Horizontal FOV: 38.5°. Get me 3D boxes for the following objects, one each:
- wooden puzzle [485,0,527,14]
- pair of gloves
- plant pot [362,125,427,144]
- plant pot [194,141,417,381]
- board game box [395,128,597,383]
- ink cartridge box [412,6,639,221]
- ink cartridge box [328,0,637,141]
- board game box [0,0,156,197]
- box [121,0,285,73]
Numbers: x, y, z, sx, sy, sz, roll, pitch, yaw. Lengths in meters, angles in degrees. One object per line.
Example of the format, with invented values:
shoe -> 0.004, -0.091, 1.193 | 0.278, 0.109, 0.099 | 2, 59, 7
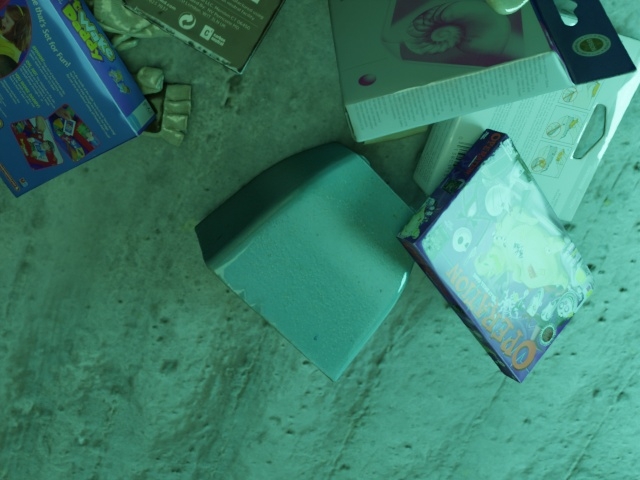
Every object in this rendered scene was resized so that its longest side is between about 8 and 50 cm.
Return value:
wooden puzzle -> 0.215, -0.433, 0.850 | 0.348, 0.080, 0.322 | -39, 109, 17
pair of gloves -> -0.268, -0.262, 1.302 | 0.204, 0.042, 0.240 | 14, 114, -5
plant pot -> 0.101, -0.201, 1.293 | 0.096, 0.109, 0.109 | 1, 116, -13
plant pot -> 0.000, 0.000, 1.323 | 0.252, 0.247, 0.248 | -45, 108, 1
board game box -> 0.267, 0.031, 1.328 | 0.208, 0.056, 0.347 | -47, 126, -8
ink cartridge box -> 0.302, -0.183, 1.316 | 0.261, 0.066, 0.296 | 8, 118, -24
ink cartridge box -> 0.177, -0.281, 1.129 | 0.330, 0.324, 0.071 | -14, 134, 8
board game box -> -0.421, -0.258, 1.263 | 0.233, 0.078, 0.347 | -22, 112, 22
box -> -0.132, -0.333, 1.159 | 0.168, 0.203, 0.167 | 29, 102, -14
